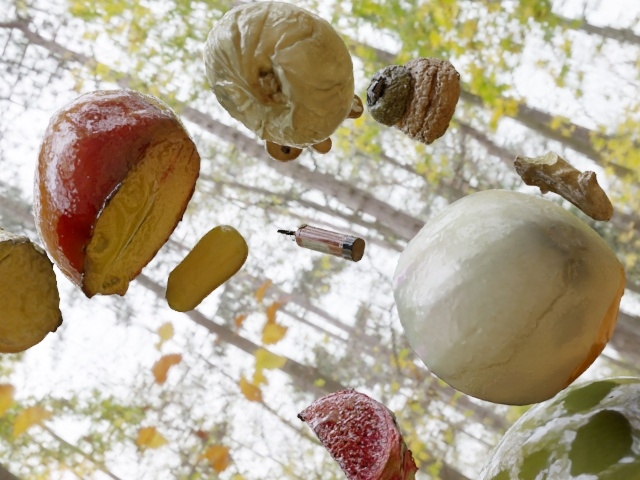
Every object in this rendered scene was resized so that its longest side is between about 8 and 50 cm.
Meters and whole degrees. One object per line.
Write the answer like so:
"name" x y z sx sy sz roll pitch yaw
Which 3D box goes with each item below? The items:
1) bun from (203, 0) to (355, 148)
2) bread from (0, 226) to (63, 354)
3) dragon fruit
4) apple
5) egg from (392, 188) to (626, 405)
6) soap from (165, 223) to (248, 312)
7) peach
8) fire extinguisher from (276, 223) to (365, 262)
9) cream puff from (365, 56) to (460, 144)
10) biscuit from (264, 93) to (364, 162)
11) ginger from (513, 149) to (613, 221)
"bun" -0.046 -0.183 1.088 0.111 0.164 0.188 -80 -27 -43
"bread" -0.468 0.066 1.355 0.197 0.170 0.197 -3 -86 -52
"dragon fruit" 0.086 0.344 1.552 0.126 0.274 0.161 -38 -58 -8
"apple" 0.469 0.424 1.442 0.473 0.473 0.474 -47 -29 -37
"egg" 0.279 0.046 1.308 0.337 0.337 0.201 -44 -10 -41
"soap" -0.195 0.046 1.595 0.168 0.089 0.033 -41 -19 1
"peach" -0.334 -0.072 1.547 0.281 0.281 0.338 39 -136 -66
"fire extinguisher" 0.000 0.000 1.803 0.062 0.177 0.050 -3 -77 -53
"cream puff" 0.170 -0.291 1.906 0.183 0.168 0.183 -169 90 -73
"biscuit" -0.022 -0.264 2.078 0.240 0.158 0.035 -45 4 -6
"ginger" 0.308 -0.073 1.193 0.044 0.137 0.057 1 -60 -63
